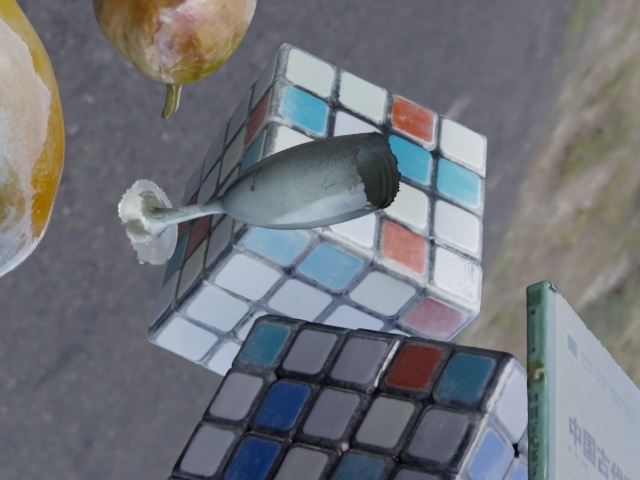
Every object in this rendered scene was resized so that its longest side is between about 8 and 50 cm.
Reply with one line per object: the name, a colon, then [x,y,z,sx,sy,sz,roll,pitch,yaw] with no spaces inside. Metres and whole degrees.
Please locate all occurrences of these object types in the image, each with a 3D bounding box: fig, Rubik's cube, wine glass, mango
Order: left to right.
mango: [-0.336,-0.130,1.493,0.199,0.222,0.384,-116,-162,-67]
fig: [-0.141,-0.197,1.694,0.159,0.159,0.257,-47,164,-29]
wine glass: [-0.040,-0.028,1.173,0.198,0.066,0.066,-11,-165,33]
Rubik's cube: [0.001,0.000,1.817,0.259,0.256,0.253,-51,-158,40]
Rubik's cube: [0.054,0.264,1.477,0.287,0.292,0.293,50,57,-40]

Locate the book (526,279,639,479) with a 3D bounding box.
book: [0.171,0.189,1.024,0.025,0.215,0.282,-19,-136,26]
